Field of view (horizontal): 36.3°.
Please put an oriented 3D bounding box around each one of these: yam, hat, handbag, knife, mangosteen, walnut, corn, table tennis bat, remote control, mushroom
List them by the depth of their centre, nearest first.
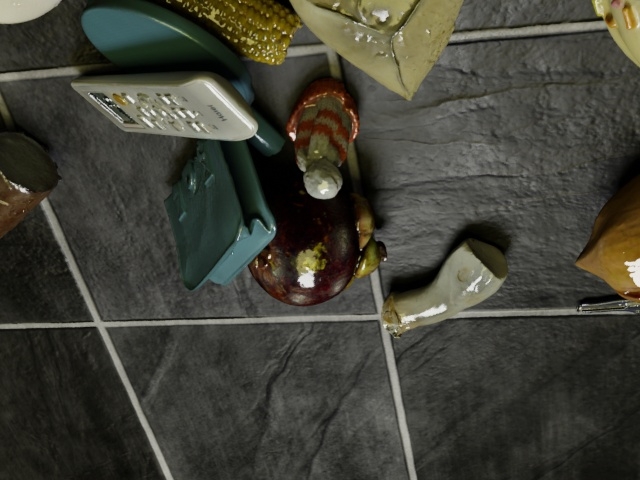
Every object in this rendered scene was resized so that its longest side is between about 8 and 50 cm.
[{"bbox_3d":[-0.172,-0.312,1.201,0.310,0.101,0.101,29,130,-16],"label":"corn"},{"bbox_3d":[-0.203,-0.185,1.264,0.313,0.055,0.109,10,156,47],"label":"remote control"},{"bbox_3d":[-0.167,-0.213,1.273,0.215,0.044,0.329,2,154,46],"label":"table tennis bat"},{"bbox_3d":[0.479,-0.018,1.280,0.298,0.203,0.203,-17,126,25],"label":"walnut"},{"bbox_3d":[0.001,-0.124,1.290,0.093,0.162,0.112,24,135,-15],"label":"hat"},{"bbox_3d":[-0.150,-0.043,1.364,0.062,0.179,0.229,-11,163,-32],"label":"handbag"},{"bbox_3d":[0.000,0.000,1.402,0.217,0.192,0.192,-3,139,-30],"label":"mangosteen"},{"bbox_3d":[-0.510,-0.056,1.472,0.131,0.131,0.279,40,128,-23],"label":"yam"},{"bbox_3d":[0.185,0.080,1.490,0.092,0.081,0.223,24,136,-35],"label":"mushroom"},{"bbox_3d":[0.454,0.099,1.497,0.121,0.018,0.031,-5,128,17],"label":"knife"}]

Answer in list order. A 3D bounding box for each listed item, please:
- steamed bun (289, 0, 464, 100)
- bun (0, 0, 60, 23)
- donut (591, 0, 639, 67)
[{"bbox_3d":[0.083,-0.288,1.168,0.231,0.110,0.212,32,128,-21],"label":"steamed bun"},{"bbox_3d":[-0.391,-0.344,1.219,0.138,0.094,0.138,-17,160,-7],"label":"bun"},{"bbox_3d":[0.509,-0.281,1.063,0.307,0.150,0.371,39,126,-22],"label":"donut"}]
